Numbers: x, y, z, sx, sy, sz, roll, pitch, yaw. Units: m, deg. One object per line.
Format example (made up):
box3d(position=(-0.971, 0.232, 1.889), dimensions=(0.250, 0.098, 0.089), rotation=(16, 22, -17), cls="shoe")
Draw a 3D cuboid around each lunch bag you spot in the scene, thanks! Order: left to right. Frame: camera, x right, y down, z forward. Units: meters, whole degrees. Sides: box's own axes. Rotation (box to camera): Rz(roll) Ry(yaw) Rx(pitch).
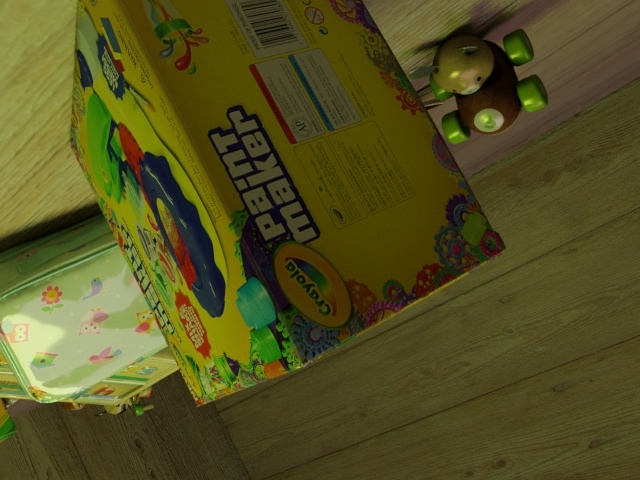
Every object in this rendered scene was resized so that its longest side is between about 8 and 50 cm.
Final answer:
box3d(position=(-0.307, 0.074, 0.824), dimensions=(0.279, 0.108, 0.223), rotation=(-27, 130, -25), cls="lunch bag")

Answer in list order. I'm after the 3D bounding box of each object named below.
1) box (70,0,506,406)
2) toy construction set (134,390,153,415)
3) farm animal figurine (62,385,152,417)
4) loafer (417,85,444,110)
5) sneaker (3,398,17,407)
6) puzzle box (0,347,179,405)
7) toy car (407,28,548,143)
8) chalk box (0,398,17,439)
box3d(position=(-0.060, -0.043, 0.493), dimensions=(0.177, 0.289, 0.279), rotation=(-24, 172, -29), cls="box")
box3d(position=(-0.670, 0.399, 1.869), dimensions=(0.237, 0.257, 0.308), rotation=(-11, 145, -27), cls="toy construction set")
box3d(position=(-0.484, 0.318, 1.447), dimensions=(0.326, 0.172, 0.330), rotation=(-49, 165, -12), cls="farm animal figurine")
box3d(position=(0.159, -0.228, 1.045), dimensions=(0.125, 0.039, 0.045), rotation=(-30, 174, 16), cls="loafer")
box3d(position=(-0.724, 0.322, 1.435), dimensions=(0.292, 0.110, 0.118), rotation=(-29, -178, 9), cls="sneaker")
box3d(position=(-0.462, 0.202, 0.985), dimensions=(0.409, 0.052, 0.272), rotation=(18, 140, -41), cls="puzzle box")
box3d(position=(0.215, -0.236, 0.858), dimensions=(0.155, 0.148, 0.188), rotation=(-20, 168, 35), cls="toy car")
box3d(position=(-0.851, 0.414, 1.256), dimensions=(0.180, 0.179, 0.289), rotation=(-32, 172, 29), cls="chalk box")
